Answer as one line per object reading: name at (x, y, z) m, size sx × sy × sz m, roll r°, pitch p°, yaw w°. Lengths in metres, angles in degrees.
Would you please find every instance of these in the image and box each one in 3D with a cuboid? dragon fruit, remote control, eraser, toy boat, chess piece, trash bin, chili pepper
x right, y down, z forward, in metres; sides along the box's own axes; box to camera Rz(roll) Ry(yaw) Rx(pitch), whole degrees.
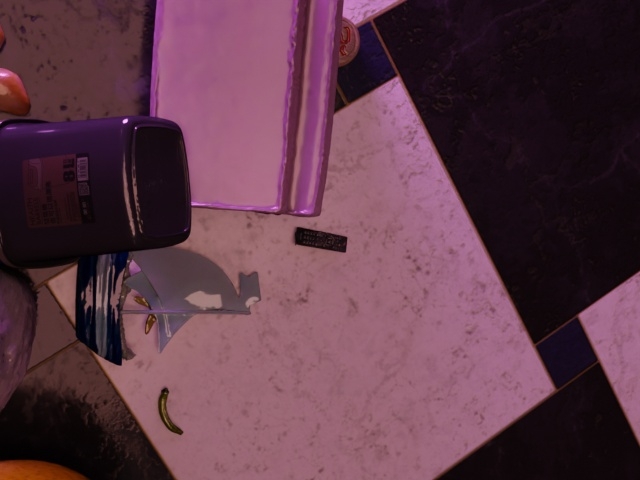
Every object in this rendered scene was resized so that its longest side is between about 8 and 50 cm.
dragon fruit at (-0.518, 0.110, 1.106) m, size 0.283 × 0.204 × 0.221 m, roll 34°, pitch 84°, yaw -19°
remote control at (0.000, 0.000, 1.359) m, size 0.091 × 0.016 × 0.034 m, roll 11°, pitch 76°, yaw -19°
eraser at (-0.117, -0.221, 1.229) m, size 0.272 × 0.122 × 0.358 m, roll 6°, pitch 93°, yaw -10°
toy boat at (-0.226, 0.084, 1.273) m, size 0.291 × 0.067 × 0.220 m, roll 2°, pitch 94°, yaw -21°
chess piece at (0.022, -0.320, 1.322) m, size 0.084 × 0.038 × 0.083 m, roll -2°, pitch 97°, yaw -16°
trash bin at (-0.332, -0.069, 1.124) m, size 0.291 × 0.182 × 0.209 m, roll -3°, pitch 91°, yaw 25°
chili pepper at (-0.240, 0.275, 1.308) m, size 0.030 × 0.017 × 0.083 m, roll -14°, pitch 99°, yaw -18°

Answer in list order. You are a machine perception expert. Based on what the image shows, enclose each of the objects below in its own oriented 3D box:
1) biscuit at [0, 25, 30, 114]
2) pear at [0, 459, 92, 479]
biscuit at (-0.532, -0.227, 1.149) m, size 0.208 × 0.047 × 0.164 m, roll -22°, pitch 103°, yaw -15°
pear at (-0.445, 0.469, 1.092) m, size 0.419 × 0.362 × 0.362 m, roll -20°, pitch 103°, yaw 14°
